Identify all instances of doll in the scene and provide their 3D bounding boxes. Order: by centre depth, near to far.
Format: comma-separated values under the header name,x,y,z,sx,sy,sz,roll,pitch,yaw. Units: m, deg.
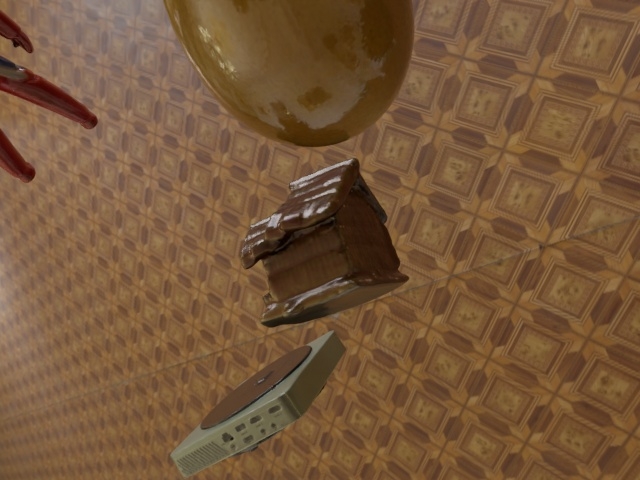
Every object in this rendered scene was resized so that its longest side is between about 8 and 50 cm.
name,x,y,z,sx,sy,sz,roll,pitch,yaw
doll,-0.465,-0.228,0.532,0.188,0.384,0.099,-42,59,-7

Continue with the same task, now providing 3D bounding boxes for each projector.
name,x,y,z,sx,sy,sz,roll,pitch,yaw
projector,-0.092,0.281,0.776,0.257,0.259,0.079,-35,87,20

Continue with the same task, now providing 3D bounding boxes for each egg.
name,x,y,z,sx,sy,sz,roll,pitch,yaw
egg,-0.038,-0.258,0.492,0.250,0.250,0.322,-26,111,34

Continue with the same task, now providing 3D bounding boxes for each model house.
name,x,y,z,sx,sy,sz,roll,pitch,yaw
model house,0.000,0.002,0.720,0.199,0.219,0.229,-22,73,24
